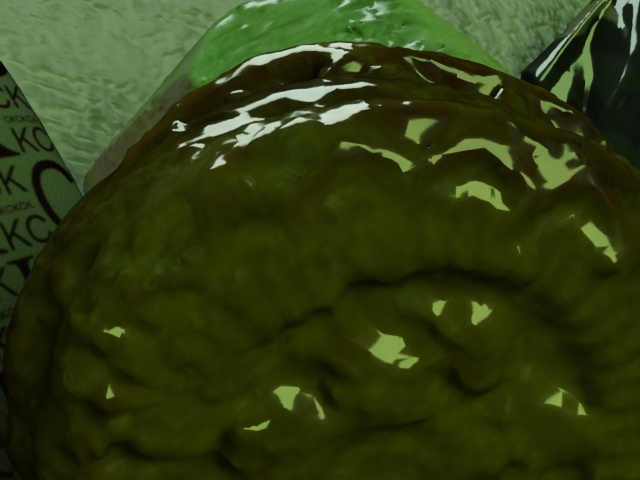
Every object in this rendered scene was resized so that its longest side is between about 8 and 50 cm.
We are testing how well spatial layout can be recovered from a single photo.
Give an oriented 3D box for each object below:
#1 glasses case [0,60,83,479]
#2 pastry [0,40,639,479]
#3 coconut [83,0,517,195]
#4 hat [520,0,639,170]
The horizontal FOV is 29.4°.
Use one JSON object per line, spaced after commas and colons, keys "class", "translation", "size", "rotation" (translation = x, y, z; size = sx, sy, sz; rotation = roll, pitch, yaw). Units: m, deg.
{"class": "glasses case", "translation": [-0.135, 0.057, 0.499], "size": [0.137, 0.085, 0.354], "rotation": [-23, 82, -44]}
{"class": "pastry", "translation": [0.015, 0.055, 0.415], "size": [0.240, 0.132, 0.235], "rotation": [-5, 107, -5]}
{"class": "coconut", "translation": [0.000, 0.000, 0.574], "size": [0.236, 0.236, 0.204], "rotation": [44, 10, -12]}
{"class": "hat", "translation": [0.341, -0.005, 0.885], "size": [0.366, 0.257, 0.381], "rotation": [15, 37, -32]}
